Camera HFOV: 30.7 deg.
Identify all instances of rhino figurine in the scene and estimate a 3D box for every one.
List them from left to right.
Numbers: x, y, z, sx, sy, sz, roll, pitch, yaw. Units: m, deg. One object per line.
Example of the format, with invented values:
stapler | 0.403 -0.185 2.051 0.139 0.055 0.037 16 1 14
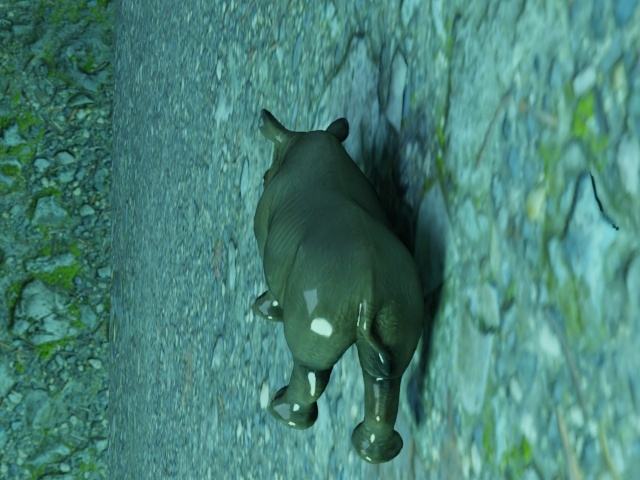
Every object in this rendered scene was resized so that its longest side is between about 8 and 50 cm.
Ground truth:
rhino figurine | 0.000 0.000 0.621 0.243 0.073 0.106 -109 23 -57
